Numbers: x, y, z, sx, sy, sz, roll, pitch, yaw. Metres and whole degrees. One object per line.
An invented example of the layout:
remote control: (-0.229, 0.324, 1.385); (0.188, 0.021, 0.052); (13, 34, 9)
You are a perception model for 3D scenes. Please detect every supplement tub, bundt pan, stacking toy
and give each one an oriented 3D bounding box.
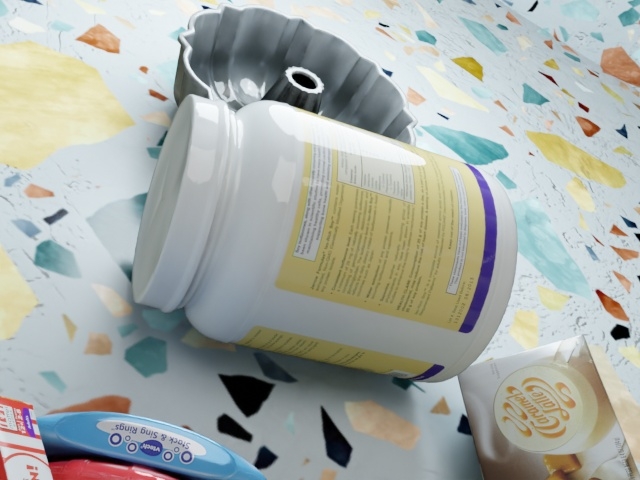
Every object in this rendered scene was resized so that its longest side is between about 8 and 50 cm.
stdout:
supplement tub: (0.000, 0.000, 0.776); (0.332, 0.241, 0.241); (15, 42, -20)
bundt pan: (-0.045, -0.164, 1.012); (0.331, 0.124, 0.330); (19, 40, -17)
stacking toy: (-0.151, 0.275, 0.486); (0.175, 0.165, 0.301); (16, 56, -5)

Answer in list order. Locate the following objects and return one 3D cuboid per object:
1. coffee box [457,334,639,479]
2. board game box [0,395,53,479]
coffee box: (0.234, 0.232, 0.749); (0.246, 0.141, 0.098); (-96, 162, -44)
board game box: (-0.240, 0.205, 0.453); (0.146, 0.194, 0.045); (60, 8, 30)
